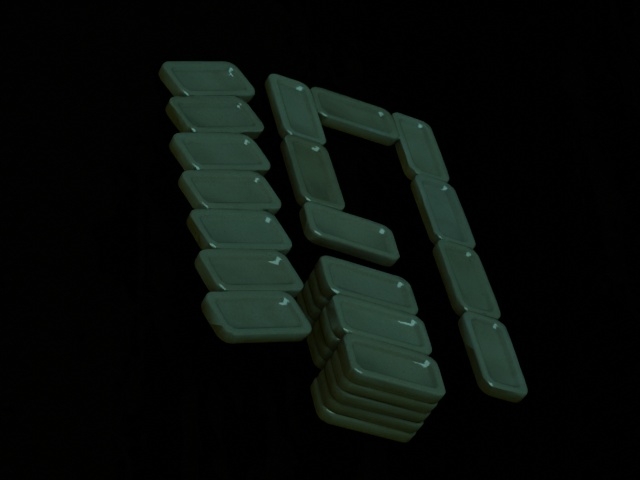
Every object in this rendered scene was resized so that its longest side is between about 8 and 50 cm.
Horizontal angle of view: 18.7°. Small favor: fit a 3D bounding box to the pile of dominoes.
[{"bbox_3d":[0.000,0.000,1.074,0.196,0.040,0.251,17,35,-27],"label":"pile of dominoes"}]
